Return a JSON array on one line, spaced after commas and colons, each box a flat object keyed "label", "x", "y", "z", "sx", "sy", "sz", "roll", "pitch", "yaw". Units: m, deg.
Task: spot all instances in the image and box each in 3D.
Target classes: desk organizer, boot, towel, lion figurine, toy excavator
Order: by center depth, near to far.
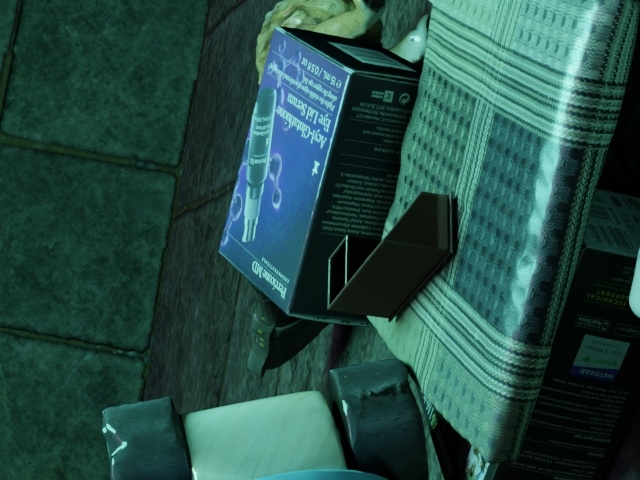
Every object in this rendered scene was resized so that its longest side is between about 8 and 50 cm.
[{"label": "towel", "x": 0.120, "y": -0.040, "z": 1.255, "sx": 0.324, "sy": 0.056, "sz": 0.312, "roll": -130, "pitch": 50, "yaw": -69}, {"label": "desk organizer", "x": 0.048, "y": 0.010, "z": 1.287, "sx": 0.130, "sy": 0.050, "sz": 0.047, "roll": 126, "pitch": 149, "yaw": -60}, {"label": "toy excavator", "x": -0.012, "y": 0.373, "z": 1.293, "sx": 0.433, "sy": 0.222, "sz": 0.445, "roll": 92, "pitch": 167, "yaw": -50}, {"label": "lion figurine", "x": 0.018, "y": -0.085, "z": 1.697, "sx": 0.240, "sy": 0.142, "sz": 0.392, "roll": -30, "pitch": 50, "yaw": 51}, {"label": "boot", "x": 0.000, "y": 0.000, "z": 1.882, "sx": 0.263, "sy": 0.091, "sz": 0.229, "roll": -45, "pitch": -25, "yaw": -18}]

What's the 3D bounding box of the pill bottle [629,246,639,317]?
[{"label": "pill bottle", "x": 0.242, "y": -0.060, "z": 0.918, "sx": 0.131, "sy": 0.131, "sz": 0.229, "roll": -158, "pitch": 79, "yaw": -76}]

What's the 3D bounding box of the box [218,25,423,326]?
[{"label": "box", "x": 0.013, "y": -0.052, "z": 1.476, "sx": 0.153, "sy": 0.108, "sz": 0.207, "roll": 36, "pitch": 115, "yaw": 58}]

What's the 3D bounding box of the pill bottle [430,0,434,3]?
[{"label": "pill bottle", "x": 0.166, "y": -0.289, "z": 1.368, "sx": 0.264, "sy": 0.146, "sz": 0.146, "roll": 119, "pitch": 157, "yaw": -54}]

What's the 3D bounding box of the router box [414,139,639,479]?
[{"label": "router box", "x": 0.148, "y": 0.041, "z": 1.322, "sx": 0.309, "sy": 0.081, "sz": 0.243, "roll": -104, "pitch": 29, "yaw": -60}]
